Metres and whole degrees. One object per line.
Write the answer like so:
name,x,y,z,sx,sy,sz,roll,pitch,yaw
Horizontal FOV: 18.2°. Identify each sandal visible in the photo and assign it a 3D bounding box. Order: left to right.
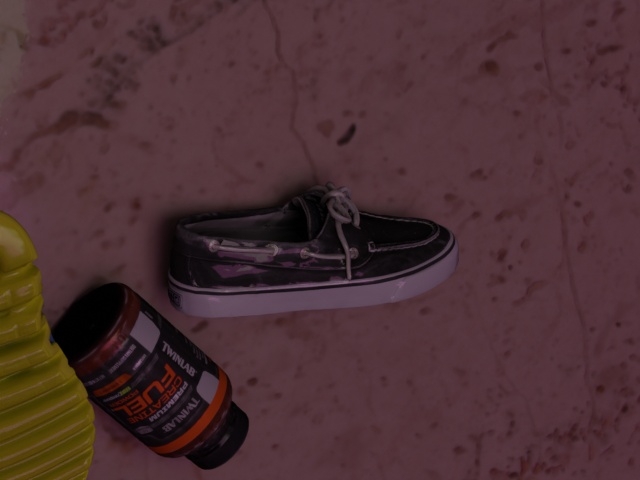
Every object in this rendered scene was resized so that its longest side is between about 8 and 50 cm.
sandal,-0.287,0.105,1.797,0.126,0.138,0.317,-14,110,-18

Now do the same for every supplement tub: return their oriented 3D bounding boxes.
supplement tub,-0.155,0.135,1.891,0.198,0.106,0.106,43,79,-29

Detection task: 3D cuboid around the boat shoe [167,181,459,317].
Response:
boat shoe,-0.002,-0.002,1.943,0.306,0.113,0.105,-5,118,-19
